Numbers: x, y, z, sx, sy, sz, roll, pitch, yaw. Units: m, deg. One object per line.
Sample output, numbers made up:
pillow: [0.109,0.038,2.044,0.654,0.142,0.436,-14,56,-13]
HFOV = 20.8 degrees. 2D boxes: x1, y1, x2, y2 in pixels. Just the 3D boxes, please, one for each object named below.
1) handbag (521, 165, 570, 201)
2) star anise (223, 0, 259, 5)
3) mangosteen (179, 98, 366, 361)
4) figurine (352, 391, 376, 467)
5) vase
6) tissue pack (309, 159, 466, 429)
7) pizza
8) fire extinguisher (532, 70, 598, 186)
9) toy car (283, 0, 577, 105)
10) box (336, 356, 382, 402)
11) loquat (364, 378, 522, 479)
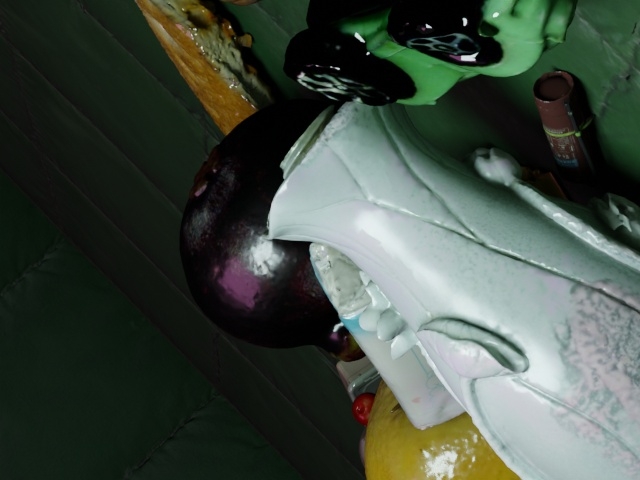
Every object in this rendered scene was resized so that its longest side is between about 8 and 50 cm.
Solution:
handbag: [0.202,-0.042,1.666,0.061,0.027,0.083,53,165,-25]
star anise: [-0.122,-0.308,1.764,0.196,0.111,0.212,40,158,2]
mangosteen: [0.000,0.000,1.896,0.302,0.275,0.275,30,168,-12]
figurine: [0.147,0.281,2.326,0.287,0.186,0.176,11,-148,-50]
vase: [0.163,0.043,1.494,0.445,0.250,0.250,37,164,3]
tissue pack: [0.127,0.059,1.746,0.271,0.201,0.124,57,-170,-52]
pizza: [-0.120,-0.204,2.056,0.365,0.074,0.182,56,165,-27]
fire extinguisher: [0.215,-0.088,1.499,0.056,0.039,0.132,46,168,43]
toy car: [0.098,-0.201,1.252,0.176,0.213,0.358,17,170,-24]
box: [0.076,0.205,2.530,0.062,0.089,0.122,48,168,38]
loquat: [0.179,0.222,1.965,0.275,0.275,0.275,43,164,15]
